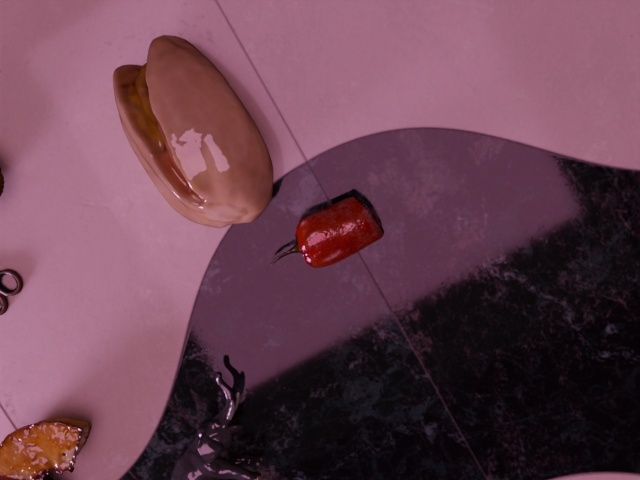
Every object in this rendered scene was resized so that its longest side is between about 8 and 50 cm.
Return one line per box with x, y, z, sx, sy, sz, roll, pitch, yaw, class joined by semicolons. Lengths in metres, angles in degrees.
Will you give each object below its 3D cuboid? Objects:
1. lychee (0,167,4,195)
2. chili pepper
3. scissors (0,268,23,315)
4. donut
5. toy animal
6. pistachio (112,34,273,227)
-0.555;-0.094;1.185;0.114;0.114;0.146;-17;80;5;lychee
0.000;0.000;1.198;0.192;0.084;0.086;-27;82;2;chili pepper
-0.599;0.035;1.256;0.220;0.017;0.088;38;100;-4;scissors
-0.468;0.381;1.280;0.141;0.085;0.217;23;99;-2;donut
-0.163;0.361;1.267;0.137;0.082;0.269;24;101;-3;toy animal
-0.181;-0.156;1.140;0.187;0.187;0.299;-28;92;6;pistachio
